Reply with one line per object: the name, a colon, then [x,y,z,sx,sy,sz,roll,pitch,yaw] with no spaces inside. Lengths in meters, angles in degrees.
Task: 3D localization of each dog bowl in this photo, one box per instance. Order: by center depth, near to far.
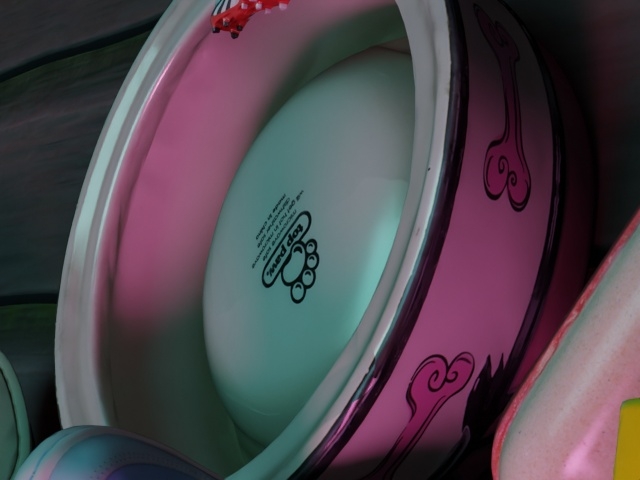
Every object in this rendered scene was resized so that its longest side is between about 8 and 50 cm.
dog bowl: [0.000,0.000,1.053,0.408,0.150,0.408,-31,49,44]

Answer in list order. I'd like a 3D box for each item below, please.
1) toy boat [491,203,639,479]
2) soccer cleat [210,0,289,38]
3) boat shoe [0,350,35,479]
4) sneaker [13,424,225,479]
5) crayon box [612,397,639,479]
toy boat: [0.178,0.059,0.799,0.231,0.151,0.151,-58,4,17]
soccer cleat: [-0.040,-0.150,1.027,0.083,0.029,0.036,-27,57,53]
boat shoe: [-0.273,0.247,1.369,0.113,0.127,0.340,80,175,-57]
sneaker: [0.013,0.189,0.815,0.208,0.319,0.127,-10,45,41]
crayon box: [0.208,0.223,0.483,0.313,0.106,0.363,-13,62,55]
